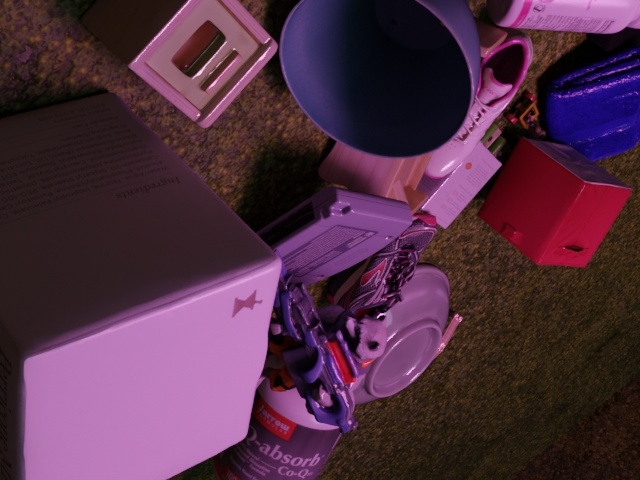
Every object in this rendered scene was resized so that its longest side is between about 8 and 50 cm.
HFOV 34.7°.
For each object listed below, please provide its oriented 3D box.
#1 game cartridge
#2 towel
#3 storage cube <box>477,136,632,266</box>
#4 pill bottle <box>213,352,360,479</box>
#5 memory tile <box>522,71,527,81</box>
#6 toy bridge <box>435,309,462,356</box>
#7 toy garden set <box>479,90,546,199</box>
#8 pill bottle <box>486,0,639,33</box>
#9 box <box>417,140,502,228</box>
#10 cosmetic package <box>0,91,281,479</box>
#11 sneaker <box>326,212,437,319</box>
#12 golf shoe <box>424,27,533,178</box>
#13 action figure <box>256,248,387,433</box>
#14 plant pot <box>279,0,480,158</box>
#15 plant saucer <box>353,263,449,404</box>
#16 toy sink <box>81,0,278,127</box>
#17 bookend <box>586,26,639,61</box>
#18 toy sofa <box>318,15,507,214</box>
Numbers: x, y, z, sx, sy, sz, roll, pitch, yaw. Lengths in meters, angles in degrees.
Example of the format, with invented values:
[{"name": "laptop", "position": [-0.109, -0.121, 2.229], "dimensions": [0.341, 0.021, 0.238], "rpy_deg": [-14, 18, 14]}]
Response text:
[{"name": "game cartridge", "position": [0.000, 0.000, 1.716], "dimensions": [0.198, 0.062, 0.297], "rpy_deg": [5, 153, -44]}, {"name": "towel", "position": [0.582, -0.262, 2.144], "dimensions": [0.228, 0.076, 0.308], "rpy_deg": [-22, 151, 2]}, {"name": "storage cube", "position": [0.474, -0.079, 2.090], "dimensions": [0.184, 0.215, 0.193], "rpy_deg": [4, 122, -43]}, {"name": "pill bottle", "position": [-0.059, 0.349, 2.032], "dimensions": [0.210, 0.210, 0.362], "rpy_deg": [-5, 129, -47]}, {"name": "memory tile", "position": [0.338, -0.309, 1.949], "dimensions": [0.113, 0.012, 0.148], "rpy_deg": [-49, 147, 4]}, {"name": "toy bridge", "position": [0.273, 0.251, 2.439], "dimensions": [0.188, 0.026, 0.063], "rpy_deg": [-51, -170, 2]}, {"name": "toy garden set", "position": [0.398, -0.181, 2.125], "dimensions": [0.204, 0.049, 0.244], "rpy_deg": [-48, 148, 3]}, {"name": "pill bottle", "position": [0.429, -0.424, 1.683], "dimensions": [0.283, 0.160, 0.160], "rpy_deg": [1, 132, -12]}, {"name": "box", "position": [0.242, -0.128, 1.964], "dimensions": [0.170, 0.091, 0.130], "rpy_deg": [-49, 147, 6]}, {"name": "cosmetic package", "position": [-0.306, 0.076, 1.269], "dimensions": [0.327, 0.394, 0.329], "rpy_deg": [-21, 139, -35]}, {"name": "sneaker", "position": [0.133, 0.061, 1.963], "dimensions": [0.121, 0.112, 0.299], "rpy_deg": [8, 132, -35]}, {"name": "golf shoe", "position": [0.268, -0.244, 1.810], "dimensions": [0.306, 0.115, 0.140], "rpy_deg": [-58, -176, 8]}, {"name": "action figure", "position": [-0.033, 0.146, 1.762], "dimensions": [0.178, 0.330, 0.341], "rpy_deg": [-41, 122, -48]}, {"name": "plant pot", "position": [0.110, -0.293, 1.501], "dimensions": [0.290, 0.290, 0.195], "rpy_deg": [94, 19, -45]}, {"name": "plant saucer", "position": [0.160, 0.236, 2.265], "dimensions": [0.401, 0.100, 0.400], "rpy_deg": [-30, 144, -25]}, {"name": "toy sink", "position": [-0.161, -0.251, 1.322], "dimensions": [0.153, 0.131, 0.234], "rpy_deg": [-47, 149, 2]}, {"name": "bookend", "position": [0.595, -0.411, 2.079], "dimensions": [0.156, 0.072, 0.157], "rpy_deg": [-20, 140, -34]}, {"name": "toy sofa", "position": [0.151, -0.224, 1.731], "dimensions": [0.150, 0.177, 0.362], "rpy_deg": [-42, 158, -59]}]
